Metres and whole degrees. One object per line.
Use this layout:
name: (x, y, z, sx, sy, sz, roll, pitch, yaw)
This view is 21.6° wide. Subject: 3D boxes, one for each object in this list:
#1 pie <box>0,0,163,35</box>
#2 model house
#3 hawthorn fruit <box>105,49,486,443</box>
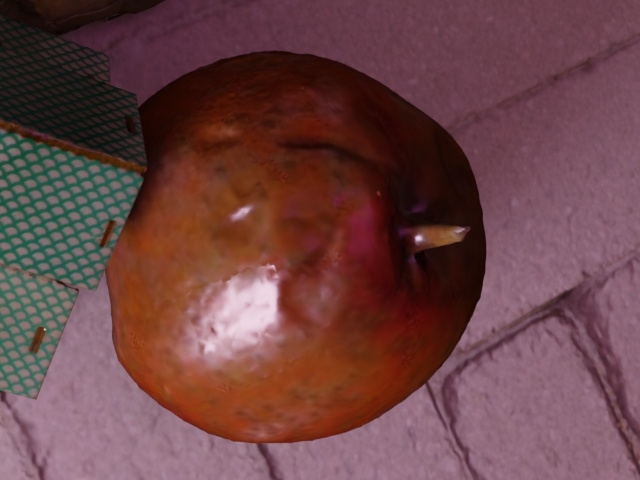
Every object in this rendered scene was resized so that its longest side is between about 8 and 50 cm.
pie: (-0.138, -0.243, 1.257, 0.282, 0.068, 0.129, -35, 99, -36)
model house: (-0.220, -0.042, 1.080, 0.178, 0.206, 0.271, 22, 70, -26)
hawthorn fruit: (0.000, 0.000, 1.148, 0.277, 0.298, 0.277, 7, 79, -40)
